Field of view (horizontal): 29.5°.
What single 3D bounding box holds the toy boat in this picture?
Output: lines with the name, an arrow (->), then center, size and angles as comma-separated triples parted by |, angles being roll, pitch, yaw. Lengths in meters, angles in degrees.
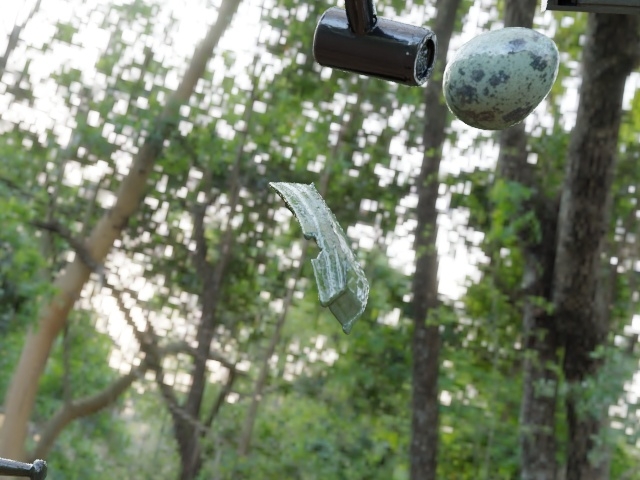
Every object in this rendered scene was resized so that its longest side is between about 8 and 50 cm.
toy boat -> 0.000, 0.000, 1.473 | 0.055, 0.293, 0.093 | -33, -55, 5

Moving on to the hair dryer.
hair dryer -> 0.050, -0.269, 1.280 | 0.128, 0.070, 0.255 | 19, -31, 22

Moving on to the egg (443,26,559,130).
egg -> 0.246, -0.223, 1.652 | 0.172, 0.132, 0.132 | -31, -41, 34

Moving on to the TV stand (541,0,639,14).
TV stand -> 0.374, -0.265, 1.336 | 0.256, 0.040, 0.049 | 3, 7, 2

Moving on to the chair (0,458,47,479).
chair -> -0.586, 0.254, 1.321 | 0.410, 0.365, 0.362 | 7, -47, 10
